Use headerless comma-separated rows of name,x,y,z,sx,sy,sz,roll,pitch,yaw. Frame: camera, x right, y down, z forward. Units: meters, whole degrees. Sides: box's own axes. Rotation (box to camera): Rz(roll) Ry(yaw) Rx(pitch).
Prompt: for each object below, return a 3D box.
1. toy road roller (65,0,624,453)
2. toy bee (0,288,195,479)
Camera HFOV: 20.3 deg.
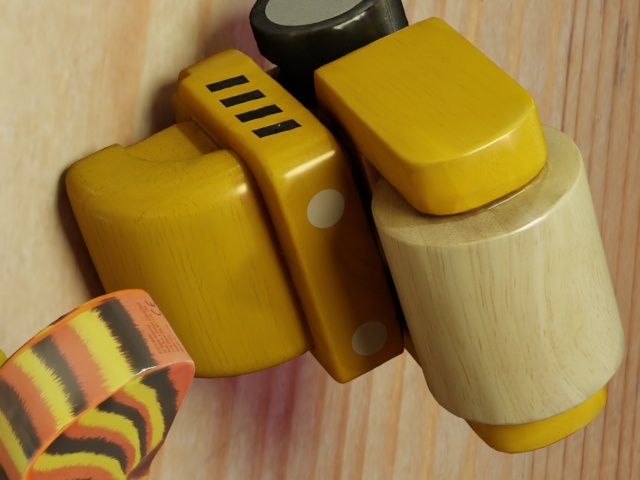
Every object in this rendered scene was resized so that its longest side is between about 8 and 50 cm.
toy road roller,0.000,0.000,1.050,0.240,0.329,0.203,-27,124,-12
toy bee,-0.157,0.162,0.952,0.162,0.195,0.298,-20,126,-29
